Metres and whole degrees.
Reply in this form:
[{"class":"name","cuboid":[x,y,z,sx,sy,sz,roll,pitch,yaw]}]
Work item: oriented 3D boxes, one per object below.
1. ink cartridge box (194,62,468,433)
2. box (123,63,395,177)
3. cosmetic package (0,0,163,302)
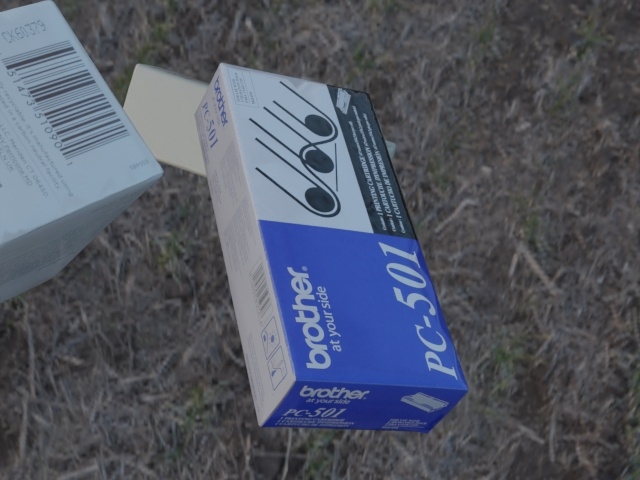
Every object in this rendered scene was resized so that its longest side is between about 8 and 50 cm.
[{"class":"ink cartridge box","cuboid":[0.000,0.000,0.603,0.097,0.046,0.207,7,49,-28]},{"class":"box","cuboid":[-0.068,-0.102,1.213,0.275,0.113,0.094,20,98,13]},{"class":"cosmetic package","cuboid":[-0.242,-0.044,0.798,0.151,0.184,0.151,-31,86,-47]}]
